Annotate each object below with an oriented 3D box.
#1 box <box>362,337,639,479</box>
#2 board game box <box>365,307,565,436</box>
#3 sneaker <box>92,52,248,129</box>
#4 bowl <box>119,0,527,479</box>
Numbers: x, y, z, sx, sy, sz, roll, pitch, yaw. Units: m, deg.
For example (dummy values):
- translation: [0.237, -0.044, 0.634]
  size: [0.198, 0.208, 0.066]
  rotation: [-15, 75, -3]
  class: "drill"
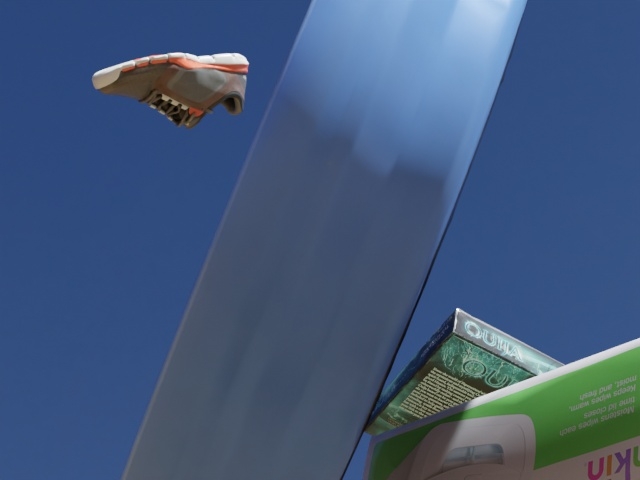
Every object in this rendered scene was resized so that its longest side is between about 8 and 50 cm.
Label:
- translation: [0.183, 0.166, 0.747]
  size: [0.231, 0.127, 0.262]
  rotation: [31, -38, -28]
  class: "box"
- translation: [0.140, 0.131, 1.007]
  size: [0.186, 0.026, 0.126]
  rotation: [28, -49, -11]
  class: "board game box"
- translation: [-0.126, -0.131, 1.286]
  size: [0.158, 0.065, 0.061]
  rotation: [-7, 3, -36]
  class: "sneaker"
- translation: [0.000, 0.000, 0.669]
  size: [0.077, 0.391, 0.391]
  rotation: [22, -46, -2]
  class: "bowl"
